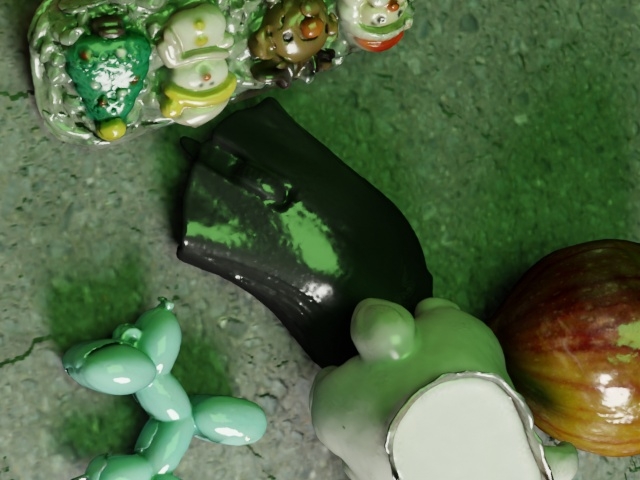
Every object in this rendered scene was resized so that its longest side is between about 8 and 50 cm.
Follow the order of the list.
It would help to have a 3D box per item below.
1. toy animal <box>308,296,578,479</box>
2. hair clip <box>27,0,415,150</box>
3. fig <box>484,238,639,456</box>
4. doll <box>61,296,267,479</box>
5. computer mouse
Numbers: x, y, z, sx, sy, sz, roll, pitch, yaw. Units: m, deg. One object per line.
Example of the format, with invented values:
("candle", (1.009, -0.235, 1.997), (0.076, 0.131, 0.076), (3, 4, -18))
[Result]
("toy animal", (0.090, 0.205, 1.484), (0.208, 0.154, 0.325), (2, 101, -16))
("hair clip", (-0.051, -0.155, 1.446), (0.321, 0.091, 0.138), (-23, 129, -26))
("fig", (0.193, 0.083, 1.569), (0.207, 0.175, 0.175), (5, 86, 0))
("doll", (-0.121, 0.127, 1.437), (0.158, 0.059, 0.159), (31, 76, -25))
("computer mouse", (0.000, 0.000, 1.498), (0.264, 0.088, 0.147), (36, 70, -20))
